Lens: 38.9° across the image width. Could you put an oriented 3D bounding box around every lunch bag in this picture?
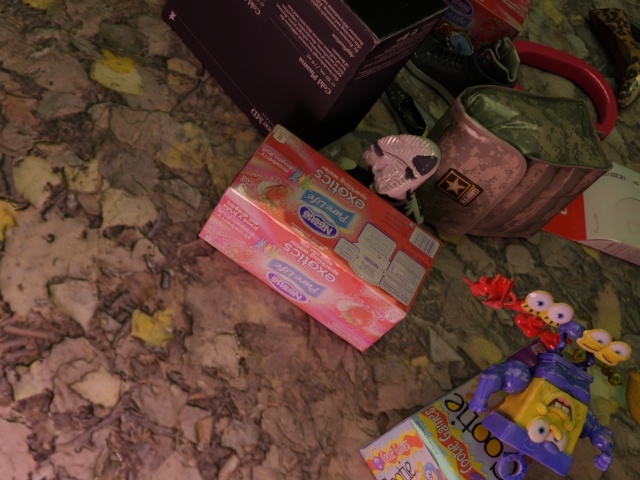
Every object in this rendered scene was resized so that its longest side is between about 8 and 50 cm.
[{"bbox_3d":[0.278,-0.121,1.468,0.287,0.235,0.169,4,58,-26],"label":"lunch bag"}]

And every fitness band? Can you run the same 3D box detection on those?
[{"bbox_3d":[0.470,-0.294,1.804,0.290,0.054,0.209,13,53,-22],"label":"fitness band"}]

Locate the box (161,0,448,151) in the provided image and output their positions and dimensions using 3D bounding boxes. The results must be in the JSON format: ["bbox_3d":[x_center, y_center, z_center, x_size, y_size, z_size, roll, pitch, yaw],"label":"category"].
[{"bbox_3d":[-0.038,-0.354,1.393,0.179,0.312,0.343,-34,81,-39],"label":"box"}]

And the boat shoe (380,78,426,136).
[{"bbox_3d":[0.147,-0.240,1.597,0.049,0.040,0.142,-13,68,-34],"label":"boat shoe"}]

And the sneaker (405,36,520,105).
[{"bbox_3d":[0.255,-0.334,1.639,0.226,0.163,0.086,43,52,3],"label":"sneaker"}]

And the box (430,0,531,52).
[{"bbox_3d":[0.264,-0.468,1.750,0.256,0.123,0.128,32,50,-7],"label":"box"}]

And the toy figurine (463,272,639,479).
[{"bbox_3d":[0.301,0.222,1.181,0.362,0.191,0.217,33,81,-17],"label":"toy figurine"}]

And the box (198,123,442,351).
[{"bbox_3d":[0.000,0.000,1.302,0.300,0.142,0.154,35,51,-5],"label":"box"}]

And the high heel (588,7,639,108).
[{"bbox_3d":[0.625,-0.393,1.945,0.186,0.093,0.261,29,58,13],"label":"high heel"}]

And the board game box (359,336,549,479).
[{"bbox_3d":[0.218,0.269,1.253,0.275,0.144,0.142,-23,74,-36],"label":"board game box"}]

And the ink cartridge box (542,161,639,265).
[{"bbox_3d":[0.514,-0.071,1.685,0.232,0.066,0.189,21,53,-21],"label":"ink cartridge box"}]

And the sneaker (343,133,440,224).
[{"bbox_3d":[0.127,-0.080,1.375,0.153,0.235,0.094,12,58,-38],"label":"sneaker"}]

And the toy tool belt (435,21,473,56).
[{"bbox_3d":[0.255,-0.373,1.713,0.083,0.052,0.051,48,16,-25],"label":"toy tool belt"}]
